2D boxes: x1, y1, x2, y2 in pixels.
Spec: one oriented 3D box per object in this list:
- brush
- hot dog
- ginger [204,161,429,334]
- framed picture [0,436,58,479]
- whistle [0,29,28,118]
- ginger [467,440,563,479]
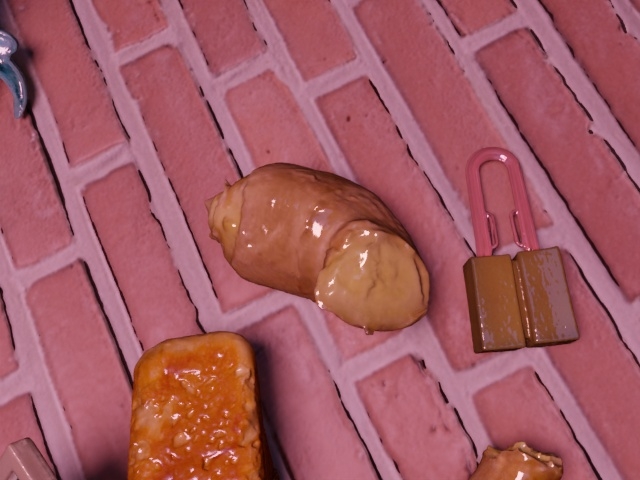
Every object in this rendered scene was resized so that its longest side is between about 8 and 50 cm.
[{"bbox_3d":[0.205,0.002,0.679,0.103,0.047,0.234,-6,74,3],"label":"brush"},{"bbox_3d":[-0.111,0.228,0.587,0.150,0.153,0.257,-3,58,-8],"label":"hot dog"},{"bbox_3d":[0.000,0.000,0.651,0.267,0.152,0.138,23,104,28],"label":"ginger"},{"bbox_3d":[-0.253,0.348,0.540,0.240,0.020,0.324,49,121,14],"label":"framed picture"},{"bbox_3d":[-0.447,-0.221,0.725,0.186,0.093,0.274,2,112,-17],"label":"whistle"},{"bbox_3d":[0.105,0.357,0.533,0.375,0.166,0.236,-32,69,-4],"label":"ginger"}]
